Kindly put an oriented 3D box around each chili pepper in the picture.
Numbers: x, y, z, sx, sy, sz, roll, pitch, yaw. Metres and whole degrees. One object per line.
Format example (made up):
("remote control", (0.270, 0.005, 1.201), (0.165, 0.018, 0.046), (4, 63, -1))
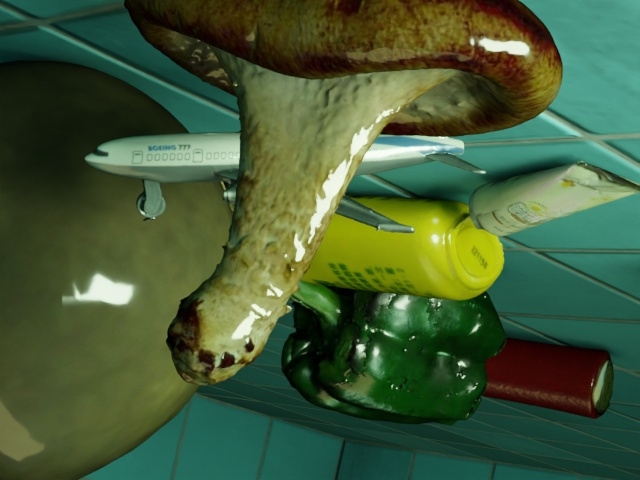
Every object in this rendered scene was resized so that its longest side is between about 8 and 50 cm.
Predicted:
("chili pepper", (0.034, 0.076, 1.414), (0.261, 0.165, 0.174), (20, 179, -21))

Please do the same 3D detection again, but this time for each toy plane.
("toy plane", (-0.018, -0.048, 0.885), (0.226, 0.058, 0.226), (-11, -154, -9))

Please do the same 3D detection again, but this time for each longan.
("longan", (-0.192, 0.026, 1.047), (0.297, 0.297, 0.297), (13, 169, 2))

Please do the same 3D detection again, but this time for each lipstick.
("lipstick", (0.207, 0.144, 1.755), (0.241, 0.080, 0.080), (8, 168, 26))

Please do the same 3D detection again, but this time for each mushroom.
("mushroom", (-0.005, -0.030, 0.756), (0.227, 0.217, 0.148), (7, 167, 29))

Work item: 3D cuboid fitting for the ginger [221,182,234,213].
("ginger", (-0.128, -0.051, 1.258), (0.173, 0.051, 0.069), (7, 174, 6))

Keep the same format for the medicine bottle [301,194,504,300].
("medicine bottle", (0.000, 0.000, 1.273), (0.309, 0.076, 0.111), (4, 160, 38))

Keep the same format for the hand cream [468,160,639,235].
("hand cream", (0.156, -0.029, 1.061), (0.061, 0.039, 0.143), (21, 162, -26))
